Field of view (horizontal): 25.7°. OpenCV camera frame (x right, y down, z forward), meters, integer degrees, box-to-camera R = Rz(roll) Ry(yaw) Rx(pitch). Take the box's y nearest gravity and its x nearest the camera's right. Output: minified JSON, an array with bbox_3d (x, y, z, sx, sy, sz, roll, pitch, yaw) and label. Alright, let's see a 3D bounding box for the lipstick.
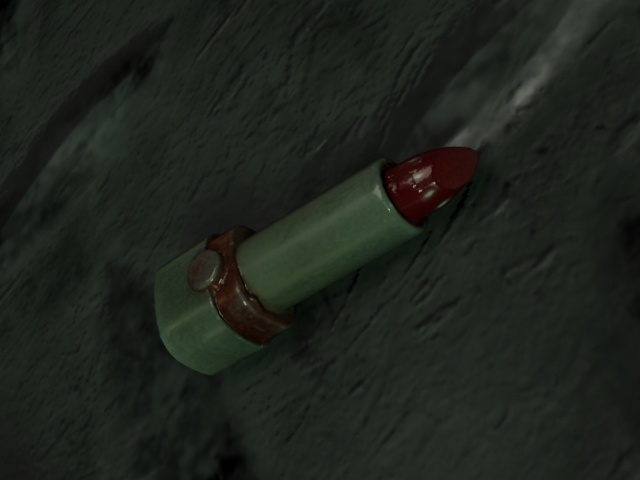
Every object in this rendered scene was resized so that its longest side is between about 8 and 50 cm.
[{"bbox_3d":[-0.001,-0.001,0.707,0.186,0.057,0.063,-31,49,26],"label":"lipstick"}]
